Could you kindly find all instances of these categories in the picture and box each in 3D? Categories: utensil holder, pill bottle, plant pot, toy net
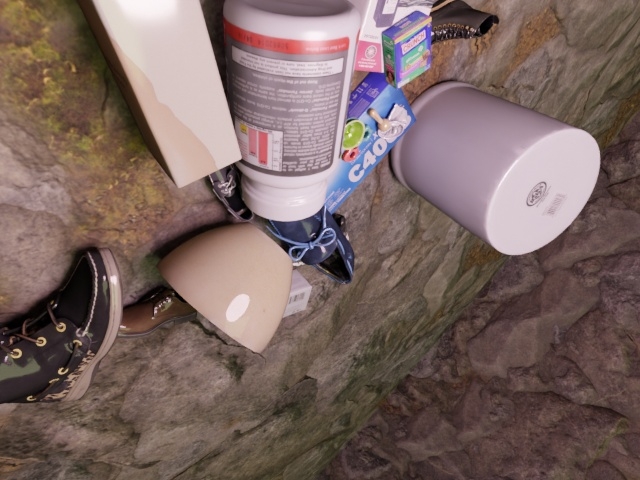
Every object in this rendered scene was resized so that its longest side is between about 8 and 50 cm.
[{"bbox_3d":[0.410,-0.190,1.041,0.328,0.385,0.327,-12,125,-17],"label":"utensil holder"},{"bbox_3d":[-0.058,-0.224,0.738,0.210,0.210,0.362,-23,140,-30],"label":"pill bottle"},{"bbox_3d":[-0.170,0.071,0.887,0.191,0.284,0.284,-50,147,-9],"label":"plant pot"},{"bbox_3d":[0.118,-0.233,0.926,0.232,0.045,0.122,-21,137,-29],"label":"toy net"}]

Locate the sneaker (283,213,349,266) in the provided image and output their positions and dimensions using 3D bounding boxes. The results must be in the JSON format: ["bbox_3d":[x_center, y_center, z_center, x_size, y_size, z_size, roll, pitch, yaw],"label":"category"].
[{"bbox_3d":[-0.018,-0.011,1.129,0.234,0.078,0.106,-24,135,-30],"label":"sneaker"}]

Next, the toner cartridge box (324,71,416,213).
[{"bbox_3d":[0.066,-0.218,0.994,0.348,0.075,0.165,-48,144,5],"label":"toner cartridge box"}]

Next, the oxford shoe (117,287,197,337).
[{"bbox_3d":[-0.370,0.146,0.922,0.227,0.083,0.096,-16,135,-54],"label":"oxford shoe"}]

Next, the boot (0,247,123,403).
[{"bbox_3d":[-0.535,0.172,0.728,0.284,0.138,0.377,4,129,-48],"label":"boot"}]

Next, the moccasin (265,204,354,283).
[{"bbox_3d":[0.000,0.000,0.980,0.138,0.116,0.342,-32,140,21],"label":"moccasin"}]

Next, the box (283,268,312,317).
[{"bbox_3d":[-0.097,0.155,1.203,0.101,0.087,0.102,-16,137,-36],"label":"box"}]

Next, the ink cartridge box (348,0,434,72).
[{"bbox_3d":[0.121,-0.452,0.783,0.172,0.100,0.237,-14,135,-38],"label":"ink cartridge box"}]

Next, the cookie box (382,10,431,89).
[{"bbox_3d":[0.167,-0.364,0.799,0.092,0.040,0.107,-36,146,-11],"label":"cookie box"}]

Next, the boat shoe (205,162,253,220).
[{"bbox_3d":[-0.184,-0.116,0.847,0.075,0.065,0.206,-36,145,-14],"label":"boat shoe"}]

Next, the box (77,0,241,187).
[{"bbox_3d":[-0.227,-0.248,0.595,0.121,0.148,0.311,-31,142,-19],"label":"box"}]

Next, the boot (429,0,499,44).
[{"bbox_3d":[0.270,-0.454,0.906,0.198,0.137,0.077,-42,146,-3],"label":"boot"}]
